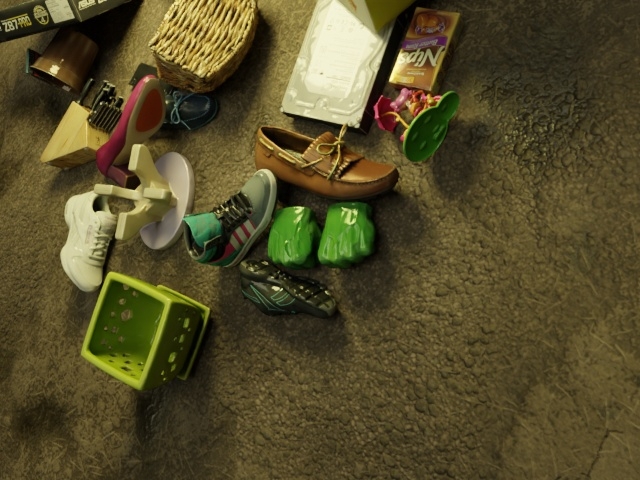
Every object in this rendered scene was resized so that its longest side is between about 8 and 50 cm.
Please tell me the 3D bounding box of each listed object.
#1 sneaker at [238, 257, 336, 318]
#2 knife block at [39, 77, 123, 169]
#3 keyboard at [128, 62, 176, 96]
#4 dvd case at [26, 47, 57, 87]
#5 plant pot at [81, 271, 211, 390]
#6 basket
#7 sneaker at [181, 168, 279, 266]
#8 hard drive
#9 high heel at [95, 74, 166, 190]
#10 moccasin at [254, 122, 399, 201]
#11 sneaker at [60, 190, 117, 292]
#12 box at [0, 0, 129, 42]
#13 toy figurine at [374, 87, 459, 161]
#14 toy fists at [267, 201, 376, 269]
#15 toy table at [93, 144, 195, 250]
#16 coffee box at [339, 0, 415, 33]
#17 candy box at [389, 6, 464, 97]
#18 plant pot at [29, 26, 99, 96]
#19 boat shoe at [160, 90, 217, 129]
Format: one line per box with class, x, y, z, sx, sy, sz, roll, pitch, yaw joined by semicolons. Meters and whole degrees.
sneaker;-0.081;0.131;1.407;0.267;0.101;0.106;23;113;28
knife block;-0.733;-0.366;1.832;0.276;0.088;0.242;-14;73;25
keyboard;-0.497;-0.459;1.765;0.180;0.023;0.108;25;86;30
dvd case;-0.903;-0.560;1.939;0.013;0.119;0.087;-11;76;25
plant pot;-0.416;0.224;1.483;0.227;0.207;0.228;19;89;29
basket;-0.293;-0.546;1.607;0.214;0.223;0.299;27;81;-5
sneaker;-0.233;-0.051;1.416;0.124;0.178;0.295;49;121;29
hard drive;0.058;-0.444;1.450;0.237;0.064;0.338;20;90;29
high heel;-0.545;-0.318;1.640;0.181;0.127;0.377;42;124;19
moccasin;0.007;-0.191;1.375;0.380;0.139;0.147;24;131;36
sneaker;-0.657;-0.005;1.705;0.152;0.114;0.305;-17;73;25
box;-0.782;-0.713;1.816;0.395;0.318;0.097;-1;121;28
toy figurine;0.195;-0.285;1.323;0.159;0.130;0.173;42;100;37
toy fists;0.000;0.000;1.376;0.279;0.096;0.142;-2;66;28
toy table;-0.461;-0.119;1.602;0.252;0.161;0.274;-6;78;27
coffee box;0.113;-0.735;1.272;0.338;0.337;0.334;-39;64;3
candy box;0.242;-0.428;1.357;0.109;0.053;0.186;20;91;28
plant pot;-0.789;-0.567;1.868;0.167;0.167;0.165;22;82;29
boat shoe;-0.410;-0.353;1.660;0.258;0.089;0.109;-9;76;26
